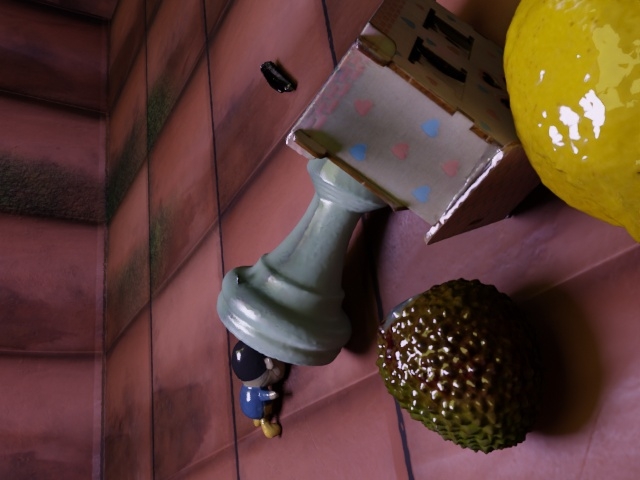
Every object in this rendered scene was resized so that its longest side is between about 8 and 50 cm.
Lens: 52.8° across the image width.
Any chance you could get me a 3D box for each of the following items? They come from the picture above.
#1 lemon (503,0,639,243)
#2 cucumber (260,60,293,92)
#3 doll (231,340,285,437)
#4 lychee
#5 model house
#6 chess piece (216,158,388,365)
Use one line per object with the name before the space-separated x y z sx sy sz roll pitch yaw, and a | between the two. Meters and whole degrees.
lemon | 0.238 -0.123 0.461 0.204 0.204 0.260 -24 61 56
cucumber | -0.083 -0.303 1.216 0.134 0.033 0.034 59 173 46
doll | -0.097 0.231 1.072 0.102 0.089 0.179 19 123 60
lychee | 0.140 0.123 0.623 0.171 0.171 0.171 -21 65 56
model house | 0.126 -0.126 0.662 0.169 0.244 0.326 -56 6 35
chess piece | 0.000 0.000 0.875 0.299 0.195 0.194 -64 34 12
